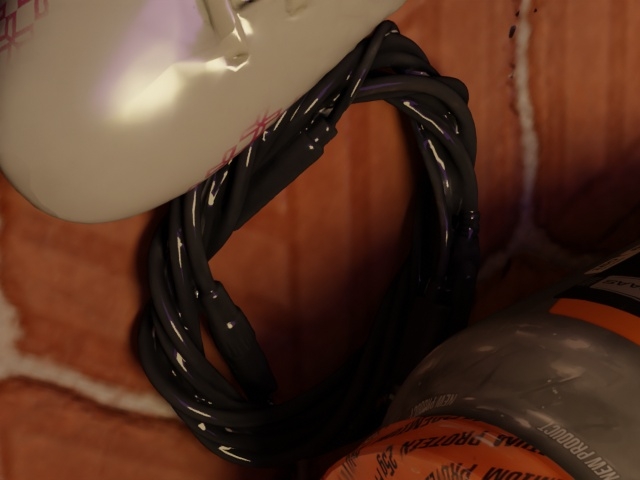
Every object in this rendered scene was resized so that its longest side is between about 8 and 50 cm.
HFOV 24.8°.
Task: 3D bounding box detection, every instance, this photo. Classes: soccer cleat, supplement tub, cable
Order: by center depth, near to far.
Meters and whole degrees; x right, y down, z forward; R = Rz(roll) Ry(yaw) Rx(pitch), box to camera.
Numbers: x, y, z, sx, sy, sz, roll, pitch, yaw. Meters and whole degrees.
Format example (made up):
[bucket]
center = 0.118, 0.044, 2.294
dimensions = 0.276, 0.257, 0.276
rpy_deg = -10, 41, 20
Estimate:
[soccer cleat]
center = 0.015, -0.139, 0.484
dimensions = 0.116, 0.143, 0.331
rpy_deg = 44, 78, -29
[cable]
center = 0.000, 0.000, 0.591
dimensions = 0.150, 0.047, 0.184
rpy_deg = 2, 107, -29
[supplement tub]
center = 0.156, 0.094, 0.594
dimensions = 0.316, 0.193, 0.193
rpy_deg = -24, 118, -39
